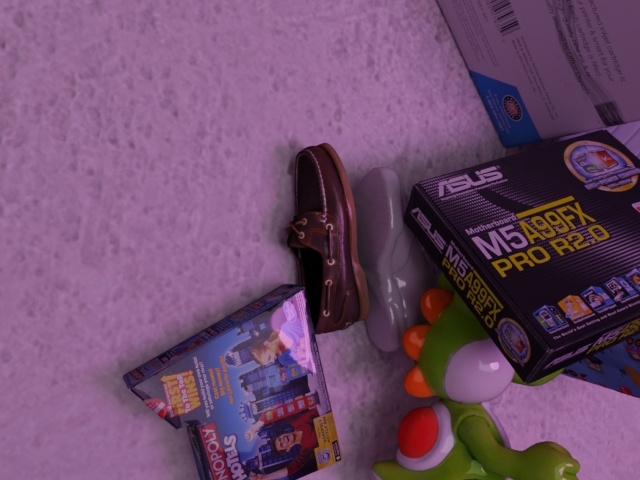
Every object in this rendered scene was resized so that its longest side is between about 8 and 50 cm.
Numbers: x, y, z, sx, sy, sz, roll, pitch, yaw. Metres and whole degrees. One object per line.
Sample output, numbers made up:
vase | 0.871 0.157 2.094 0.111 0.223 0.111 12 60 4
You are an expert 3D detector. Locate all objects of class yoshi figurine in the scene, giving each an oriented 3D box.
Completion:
yoshi figurine | 0.197 0.200 0.693 0.203 0.204 0.362 -1 97 -55

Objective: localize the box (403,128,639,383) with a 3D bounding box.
box | 0.255 -0.001 0.636 0.270 0.060 0.216 -16 54 -21

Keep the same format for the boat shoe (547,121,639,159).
boat shoe | 0.304 -0.067 0.802 0.302 0.094 0.109 -32 75 -19

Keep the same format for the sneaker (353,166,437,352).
sneaker | 0.094 0.017 0.724 0.094 0.080 0.212 -12 104 -28

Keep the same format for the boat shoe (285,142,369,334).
boat shoe | 0.000 0.000 0.677 0.073 0.073 0.207 -14 95 -25

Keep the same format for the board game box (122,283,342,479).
board game box | -0.092 0.163 0.643 0.194 0.060 0.194 -14 95 -22

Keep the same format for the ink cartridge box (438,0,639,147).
ink cartridge box | 0.302 -0.246 0.683 0.129 0.307 0.223 -32 102 -20

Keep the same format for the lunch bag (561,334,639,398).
lunch bag | 0.418 0.039 0.772 0.293 0.221 0.138 -52 120 -18
